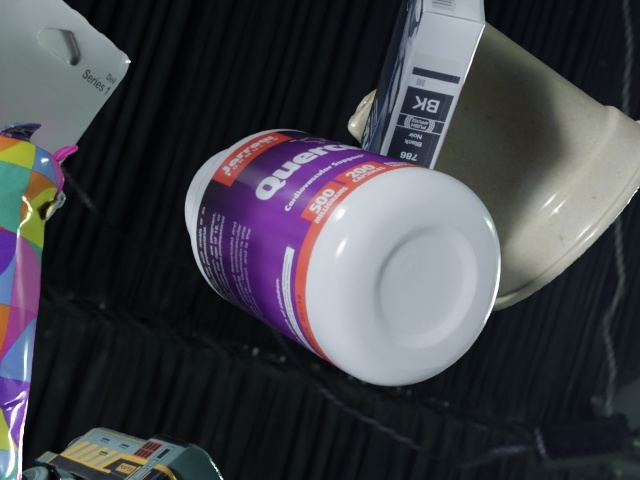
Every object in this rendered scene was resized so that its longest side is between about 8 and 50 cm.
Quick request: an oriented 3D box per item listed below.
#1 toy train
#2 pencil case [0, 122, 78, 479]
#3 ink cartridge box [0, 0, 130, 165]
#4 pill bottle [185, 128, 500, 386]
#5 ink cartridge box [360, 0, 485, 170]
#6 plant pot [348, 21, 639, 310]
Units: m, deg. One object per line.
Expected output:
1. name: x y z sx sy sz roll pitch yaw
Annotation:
1. toy train: -0.255 0.313 1.369 0.334 0.190 0.142 -3 -61 55
2. pencil case: -0.209 0.045 0.669 0.104 0.236 0.104 7 -12 1
3. ink cartridge box: -0.253 -0.152 0.724 0.219 0.092 0.160 33 -2 22
4. pill bottle: 0.000 0.000 1.031 0.181 0.181 0.323 19 2 -35
5. ink cartridge box: 0.089 -0.128 1.159 0.065 0.333 0.165 10 40 -5
6. plant pot: 0.216 -0.129 1.511 0.305 0.334 0.334 41 -6 -8
